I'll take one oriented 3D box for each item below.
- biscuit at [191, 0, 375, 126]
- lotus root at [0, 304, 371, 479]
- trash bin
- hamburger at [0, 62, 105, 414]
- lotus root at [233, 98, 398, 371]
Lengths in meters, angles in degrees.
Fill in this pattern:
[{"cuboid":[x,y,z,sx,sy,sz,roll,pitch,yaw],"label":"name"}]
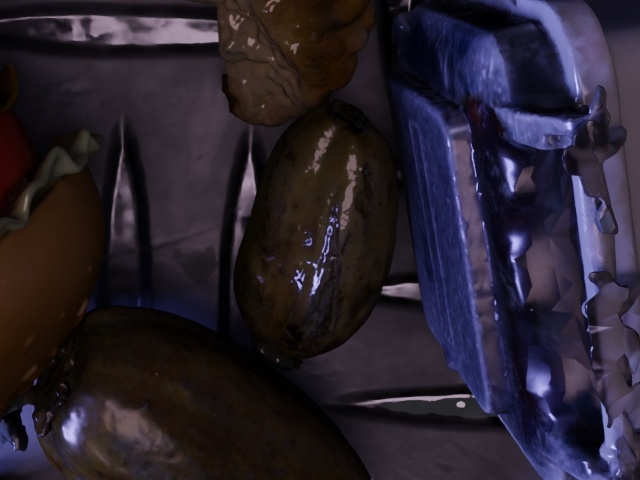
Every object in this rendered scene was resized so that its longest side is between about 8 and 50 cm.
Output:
[{"cuboid":[-0.022,-0.143,0.694,0.118,0.061,0.183,-36,133,-5],"label":"biscuit"},{"cuboid":[-0.065,0.125,0.753,0.241,0.124,0.123,34,81,-28],"label":"lotus root"},{"cuboid":[0.240,-0.035,0.655,0.367,0.296,0.256,-11,105,-5],"label":"trash bin"},{"cuboid":[-0.238,0.012,0.656,0.274,0.274,0.212,-41,101,9],"label":"hamburger"},{"cuboid":[0.000,0.000,0.749,0.089,0.080,0.179,23,116,12],"label":"lotus root"}]
